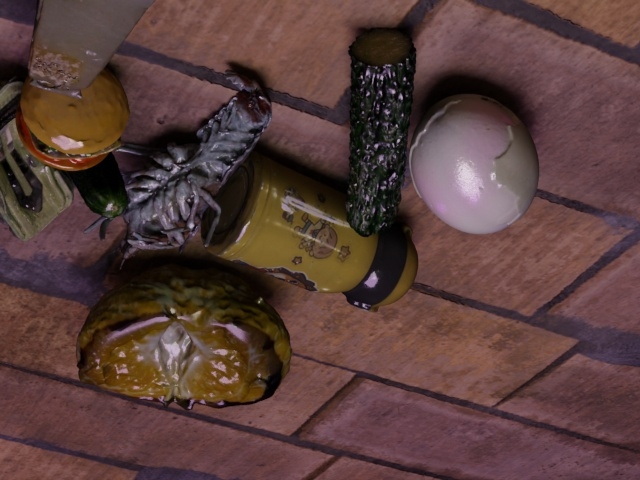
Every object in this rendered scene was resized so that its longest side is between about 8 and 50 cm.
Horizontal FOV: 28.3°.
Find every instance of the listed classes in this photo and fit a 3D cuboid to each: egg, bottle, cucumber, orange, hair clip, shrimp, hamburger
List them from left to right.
[{"bbox_3d":[-0.472,-0.127,1.906,0.091,0.138,0.321,32,154,24],"label":"hair clip"},{"bbox_3d":[-0.349,-0.179,1.784,0.162,0.162,0.115,14,153,-17],"label":"hamburger"},{"bbox_3d":[-0.329,-0.099,1.858,0.074,0.241,0.074,-13,125,-18],"label":"cucumber"},{"bbox_3d":[-0.208,-0.089,1.898,0.410,0.221,0.166,-39,157,21],"label":"shrimp"},{"bbox_3d":[-0.229,0.152,2.203,0.368,0.210,0.271,7,143,-4],"label":"orange"},{"bbox_3d":[0.000,0.000,2.003,0.351,0.172,0.171,24,140,-27],"label":"bottle"},{"bbox_3d":[0.083,-0.133,1.819,0.096,0.096,0.359,1,134,2],"label":"cucumber"},{"bbox_3d":[0.214,-0.115,1.816,0.183,0.183,0.217,-19,137,28],"label":"egg"}]

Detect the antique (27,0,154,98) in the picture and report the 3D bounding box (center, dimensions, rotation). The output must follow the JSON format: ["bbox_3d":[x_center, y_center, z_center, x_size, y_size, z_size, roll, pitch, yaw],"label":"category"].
[{"bbox_3d":[-0.307,-0.303,1.624,0.150,0.125,0.284,16,143,-18],"label":"antique"}]
